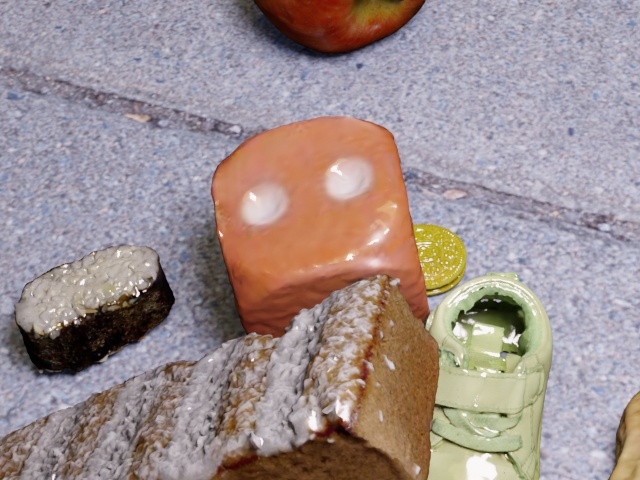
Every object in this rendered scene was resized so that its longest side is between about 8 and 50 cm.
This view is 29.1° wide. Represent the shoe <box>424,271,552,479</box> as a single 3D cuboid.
[{"bbox_3d":[0.128,0.140,1.087,0.140,0.128,0.262,4,47,23],"label":"shoe"}]

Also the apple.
[{"bbox_3d":[0.015,-0.333,1.399,0.230,0.230,0.230,-1,51,1],"label":"apple"}]

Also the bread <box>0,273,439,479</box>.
[{"bbox_3d":[-0.112,0.169,0.943,0.417,0.113,0.165,-24,26,23],"label":"bread"}]

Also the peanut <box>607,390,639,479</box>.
[{"bbox_3d":[0.325,0.209,1.010,0.197,0.110,0.233,1,45,35],"label":"peanut"}]

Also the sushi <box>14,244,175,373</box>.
[{"bbox_3d":[-0.215,0.063,1.178,0.150,0.078,0.090,-29,49,-19],"label":"sushi"}]

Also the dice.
[{"bbox_3d":[0.000,0.000,1.144,0.179,0.174,0.175,-10,57,5],"label":"dice"}]

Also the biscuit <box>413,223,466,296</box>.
[{"bbox_3d":[0.104,0.019,1.236,0.084,0.023,0.084,-2,50,3],"label":"biscuit"}]
